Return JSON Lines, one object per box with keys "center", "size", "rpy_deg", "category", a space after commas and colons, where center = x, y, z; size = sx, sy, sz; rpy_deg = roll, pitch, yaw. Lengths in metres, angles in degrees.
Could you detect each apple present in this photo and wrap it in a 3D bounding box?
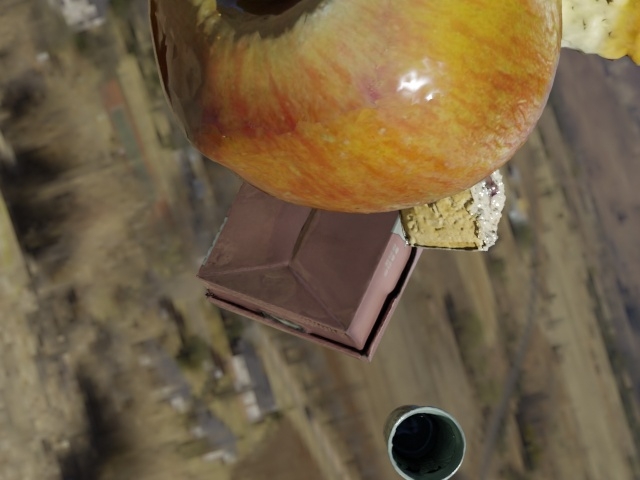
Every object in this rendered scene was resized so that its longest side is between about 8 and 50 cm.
{"center": [0.020, -0.116, 0.839], "size": [0.188, 0.211, 0.211], "rpy_deg": [21, 52, -61], "category": "apple"}

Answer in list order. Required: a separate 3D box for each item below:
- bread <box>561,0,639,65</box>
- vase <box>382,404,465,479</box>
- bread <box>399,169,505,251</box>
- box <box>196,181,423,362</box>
{"center": [0.288, -0.300, 1.068], "size": [0.405, 0.346, 0.242], "rpy_deg": [-61, 167, -44], "category": "bread"}
{"center": [0.125, 0.253, 2.061], "size": [0.219, 0.096, 0.096], "rpy_deg": [132, -58, -87], "category": "vase"}
{"center": [0.132, -0.057, 1.631], "size": [0.082, 0.106, 0.125], "rpy_deg": [-32, 117, -46], "category": "bread"}
{"center": [0.000, 0.000, 1.796], "size": [0.215, 0.215, 0.086], "rpy_deg": [-64, 154, -13], "category": "box"}
